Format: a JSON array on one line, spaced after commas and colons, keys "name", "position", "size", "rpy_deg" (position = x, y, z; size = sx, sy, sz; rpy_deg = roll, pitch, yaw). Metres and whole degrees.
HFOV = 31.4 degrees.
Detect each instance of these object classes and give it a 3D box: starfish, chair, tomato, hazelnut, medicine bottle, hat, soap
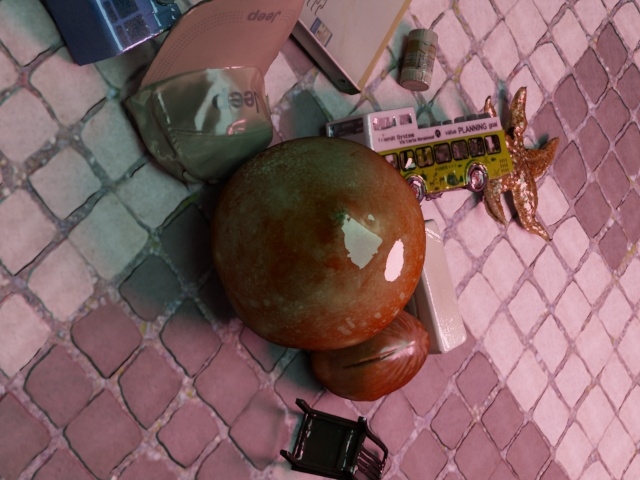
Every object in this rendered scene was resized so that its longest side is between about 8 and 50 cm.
[{"name": "starfish", "position": [0.319, -0.127, 1.815], "size": [0.235, 0.062, 0.277], "rpy_deg": [-48, 118, -35]}, {"name": "chair", "position": [0.023, 0.285, 1.532], "size": [0.212, 0.102, 0.084], "rpy_deg": [63, 42, -66]}, {"name": "tomato", "position": [0.000, 0.000, 1.399], "size": [0.270, 0.222, 0.270], "rpy_deg": [2, 81, -14]}, {"name": "hazelnut", "position": [0.071, 0.152, 1.530], "size": [0.150, 0.150, 0.150], "rpy_deg": [4, 84, -40]}, {"name": "medicine bottle", "position": [0.146, -0.267, 1.691], "size": [0.047, 0.047, 0.083], "rpy_deg": [22, 72, -37]}, {"name": "hat", "position": [-0.103, -0.182, 1.382], "size": [0.214, 0.245, 0.149], "rpy_deg": [-16, 76, -39]}, {"name": "soap", "position": [0.126, 0.066, 1.597], "size": [0.064, 0.121, 0.183], "rpy_deg": [-21, 99, -40]}]

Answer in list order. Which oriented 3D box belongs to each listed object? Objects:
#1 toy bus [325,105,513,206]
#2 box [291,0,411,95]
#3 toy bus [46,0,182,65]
[{"name": "toy bus", "position": [0.143, -0.122, 1.640], "size": [0.302, 0.113, 0.139], "rpy_deg": [-13, 95, -42]}, {"name": "box", "position": [0.045, -0.368, 1.611], "size": [0.211, 0.045, 0.270], "rpy_deg": [44, 61, -33]}, {"name": "toy bus", "position": [-0.266, -0.329, 1.307], "size": [0.134, 0.116, 0.234], "rpy_deg": [-36, 111, -33]}]
